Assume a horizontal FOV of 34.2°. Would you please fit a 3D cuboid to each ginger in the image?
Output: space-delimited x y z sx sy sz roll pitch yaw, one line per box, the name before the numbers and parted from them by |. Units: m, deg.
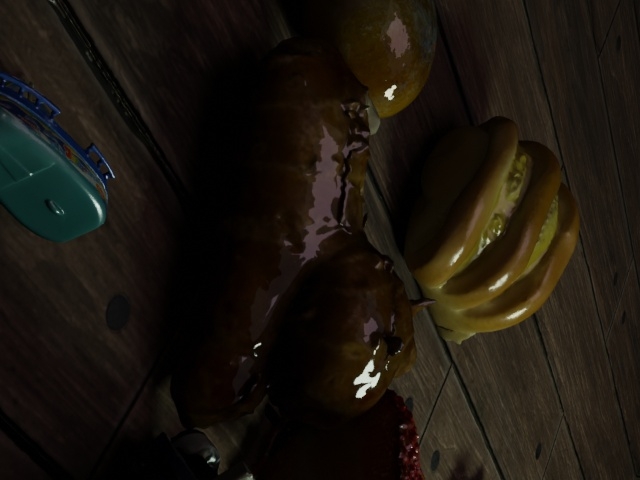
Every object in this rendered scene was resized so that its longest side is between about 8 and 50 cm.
ginger | 0.000 0.000 1.070 0.176 0.254 0.418 132 -33 -79

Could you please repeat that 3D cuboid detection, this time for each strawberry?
strawberry | 0.037 0.253 1.104 0.188 0.286 0.106 -41 125 8

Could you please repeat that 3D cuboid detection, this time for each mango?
mango | 0.053 -0.293 1.185 0.193 0.146 0.316 13 70 -69

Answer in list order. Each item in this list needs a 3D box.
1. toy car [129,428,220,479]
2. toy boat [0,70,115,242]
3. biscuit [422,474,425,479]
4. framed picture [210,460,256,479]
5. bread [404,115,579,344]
toy car | -0.114 0.306 1.001 0.158 0.172 0.235 -38 132 -13
toy boat | -0.234 -0.087 0.813 0.175 0.091 0.110 56 16 -45
biscuit | 0.028 0.346 1.316 0.318 0.111 0.312 -61 146 -32
framed picture | -0.152 0.342 0.890 0.315 0.024 0.232 -32 128 -7
bread | 0.257 -0.032 1.524 0.315 0.212 0.270 -62 143 -36
